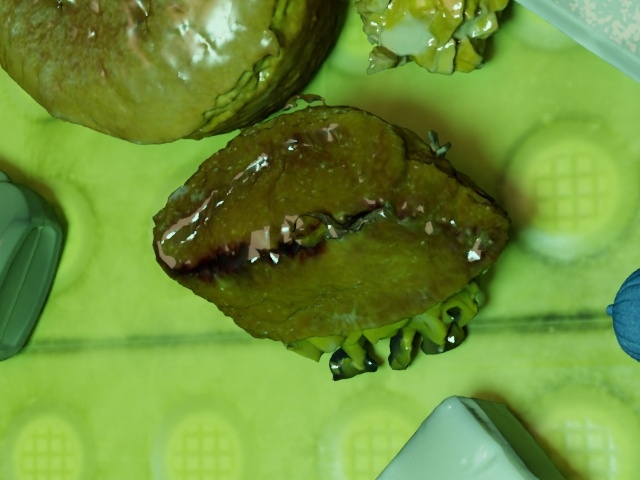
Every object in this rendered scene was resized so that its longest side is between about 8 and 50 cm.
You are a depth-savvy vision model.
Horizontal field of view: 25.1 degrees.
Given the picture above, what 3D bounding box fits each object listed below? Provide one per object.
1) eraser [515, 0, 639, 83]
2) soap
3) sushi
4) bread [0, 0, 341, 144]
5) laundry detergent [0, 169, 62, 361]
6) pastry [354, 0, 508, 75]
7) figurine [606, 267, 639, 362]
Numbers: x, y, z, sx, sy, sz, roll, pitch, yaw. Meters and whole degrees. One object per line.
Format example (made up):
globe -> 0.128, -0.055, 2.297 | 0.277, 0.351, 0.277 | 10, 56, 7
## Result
eraser -> 0.338, -0.148, 0.953 | 0.397, 0.082, 0.213 | 40, 104, 25
soap -> 0.087, 0.211, 1.037 | 0.183, 0.064, 0.121 | -51, 45, 14
sushi -> 0.003, 0.001, 1.082 | 0.296, 0.179, 0.166 | -19, 60, 22
bread -> -0.124, -0.224, 1.146 | 0.312, 0.172, 0.312 | -2, 86, 30
laundry detergent -> -0.360, 0.000, 1.294 | 0.253, 0.091, 0.181 | 23, 94, 28
pastry -> 0.084, -0.240, 1.081 | 0.154, 0.102, 0.249 | 19, 96, 28
figurine -> 0.272, 0.066, 0.977 | 0.149, 0.086, 0.087 | 35, 125, 15
